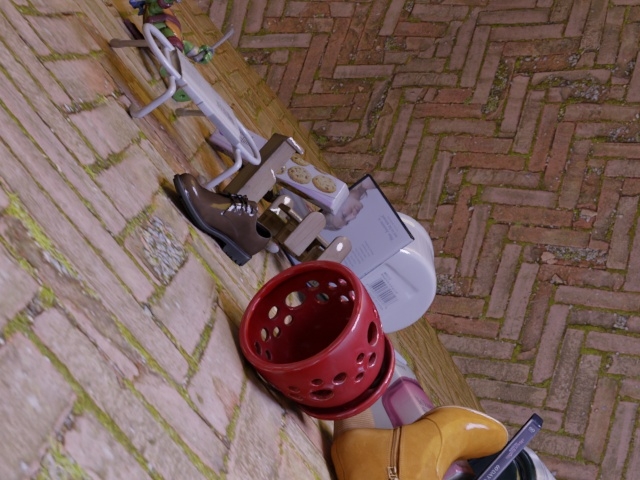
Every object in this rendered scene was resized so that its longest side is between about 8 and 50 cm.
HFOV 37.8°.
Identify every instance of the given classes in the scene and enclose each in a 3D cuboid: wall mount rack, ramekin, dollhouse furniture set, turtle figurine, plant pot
[{"bbox_3d":[-0.263,-0.261,1.732,0.350,0.130,0.304,49,13,-39],"label":"wall mount rack"},{"bbox_3d":[0.130,0.080,2.112,0.277,0.277,0.135,51,17,-29],"label":"ramekin"},{"bbox_3d":[-0.046,-0.072,1.866,0.242,0.161,0.212,43,-5,-21],"label":"dollhouse furniture set"},{"bbox_3d":[-0.276,-0.453,2.036,0.274,0.198,0.266,4,57,-25],"label":"turtle figurine"},{"bbox_3d":[0.003,0.153,1.334,0.174,0.191,0.191,59,3,-40],"label":"plant pot"}]

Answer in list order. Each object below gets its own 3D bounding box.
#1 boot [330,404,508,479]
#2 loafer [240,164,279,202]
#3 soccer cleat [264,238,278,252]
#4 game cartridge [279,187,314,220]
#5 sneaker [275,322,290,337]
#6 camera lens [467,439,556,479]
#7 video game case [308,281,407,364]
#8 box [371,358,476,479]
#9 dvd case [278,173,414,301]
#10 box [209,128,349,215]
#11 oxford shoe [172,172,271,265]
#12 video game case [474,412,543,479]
[{"bbox_3d":[0.157,0.338,1.367,0.295,0.104,0.211,9,28,-11],"label":"boot"},{"bbox_3d":[-0.157,-0.156,2.183,0.061,0.062,0.170,-3,52,-55],"label":"loafer"},{"bbox_3d":[-0.113,0.001,1.851,0.083,0.029,0.036,49,21,-29],"label":"soccer cleat"},{"bbox_3d":[0.000,0.000,2.455,0.294,0.060,0.196,46,16,-50],"label":"game cartridge"},{"bbox_3d":[-0.038,0.182,1.509,0.042,0.067,0.118,-113,-164,-67],"label":"sneaker"},{"bbox_3d":[0.367,0.528,1.782,0.274,0.219,0.219,50,9,-34],"label":"camera lens"},{"bbox_3d":[0.067,0.157,1.898,0.212,0.023,0.193,47,-6,-35],"label":"video game case"},{"bbox_3d":[0.141,0.332,1.596,0.232,0.127,0.148,59,9,25],"label":"box"},{"bbox_3d":[0.052,0.000,2.002,0.180,0.253,0.022,57,11,20],"label":"dvd case"},{"bbox_3d":[-0.089,-0.161,2.019,0.324,0.067,0.063,31,-9,17],"label":"box"},{"bbox_3d":[-0.159,-0.053,1.545,0.227,0.096,0.083,44,15,-47],"label":"oxford shoe"},{"bbox_3d":[0.272,0.400,1.560,0.026,0.274,0.196,43,4,16],"label":"video game case"}]
